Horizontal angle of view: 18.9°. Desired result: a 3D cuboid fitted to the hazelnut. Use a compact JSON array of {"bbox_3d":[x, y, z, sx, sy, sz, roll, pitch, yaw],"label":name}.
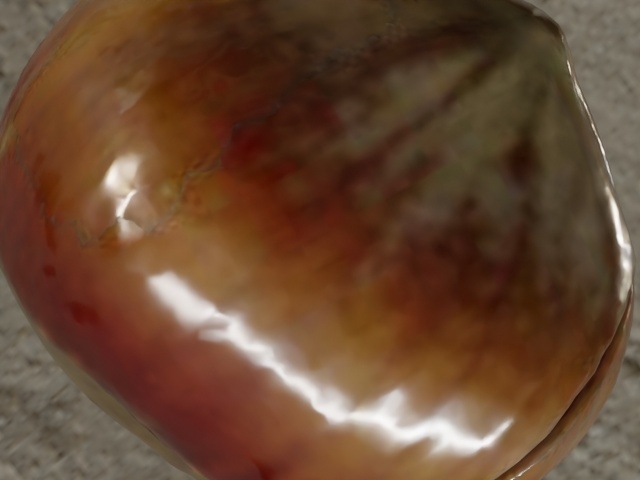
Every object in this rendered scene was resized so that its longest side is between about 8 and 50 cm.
[{"bbox_3d":[0.000,0.000,1.168,0.409,0.359,0.359,34,52,-10],"label":"hazelnut"}]
